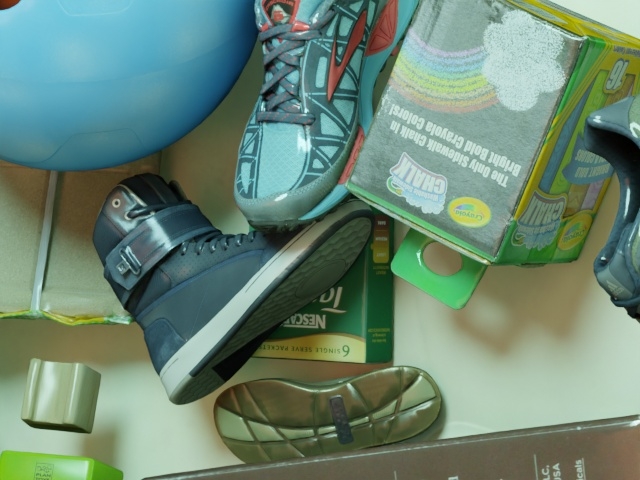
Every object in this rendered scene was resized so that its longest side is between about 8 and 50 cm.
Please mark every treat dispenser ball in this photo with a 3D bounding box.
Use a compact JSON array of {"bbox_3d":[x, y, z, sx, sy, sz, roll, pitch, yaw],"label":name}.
[{"bbox_3d":[-0.184,-0.194,1.457,0.288,0.288,0.288,0,89,33],"label":"treat dispenser ball"}]

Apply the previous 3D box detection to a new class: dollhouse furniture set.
[{"bbox_3d":[-0.226,0.073,1.617,0.197,0.151,0.301,4,73,13],"label":"dollhouse furniture set"}]

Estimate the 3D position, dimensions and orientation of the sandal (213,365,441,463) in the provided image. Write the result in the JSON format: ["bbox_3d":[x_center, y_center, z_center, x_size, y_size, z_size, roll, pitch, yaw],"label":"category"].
[{"bbox_3d":[0.008,0.130,1.477,0.180,0.049,0.072,-11,89,18],"label":"sandal"}]

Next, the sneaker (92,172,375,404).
[{"bbox_3d":[-0.074,-0.006,1.456,0.226,0.086,0.163,-41,68,29],"label":"sneaker"}]

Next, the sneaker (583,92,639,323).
[{"bbox_3d":[0.234,0.040,1.212,0.121,0.111,0.300,-7,71,-11],"label":"sneaker"}]

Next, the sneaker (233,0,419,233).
[{"bbox_3d":[-0.018,-0.131,1.389,0.104,0.125,0.262,-1,58,31],"label":"sneaker"}]

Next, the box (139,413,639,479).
[{"bbox_3d":[0.084,0.205,1.325,0.381,0.191,0.143,-9,79,31],"label":"box"}]

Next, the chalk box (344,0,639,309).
[{"bbox_3d":[0.118,-0.061,1.355,0.132,0.132,0.213,30,106,29],"label":"chalk box"}]

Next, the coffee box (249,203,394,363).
[{"bbox_3d":[0.000,0.000,1.483,0.113,0.040,0.184,3,91,33],"label":"coffee box"}]
